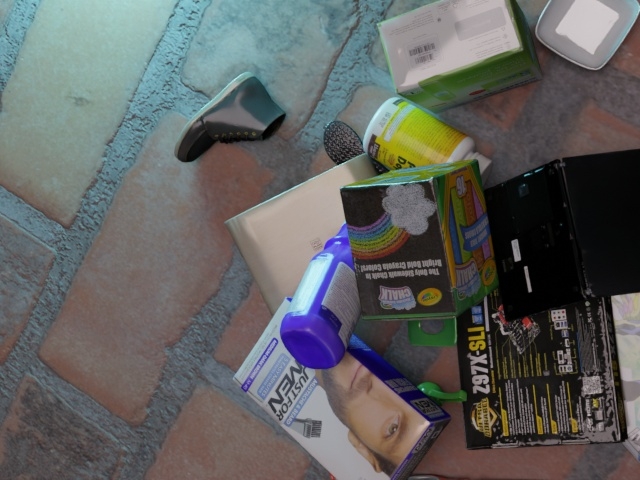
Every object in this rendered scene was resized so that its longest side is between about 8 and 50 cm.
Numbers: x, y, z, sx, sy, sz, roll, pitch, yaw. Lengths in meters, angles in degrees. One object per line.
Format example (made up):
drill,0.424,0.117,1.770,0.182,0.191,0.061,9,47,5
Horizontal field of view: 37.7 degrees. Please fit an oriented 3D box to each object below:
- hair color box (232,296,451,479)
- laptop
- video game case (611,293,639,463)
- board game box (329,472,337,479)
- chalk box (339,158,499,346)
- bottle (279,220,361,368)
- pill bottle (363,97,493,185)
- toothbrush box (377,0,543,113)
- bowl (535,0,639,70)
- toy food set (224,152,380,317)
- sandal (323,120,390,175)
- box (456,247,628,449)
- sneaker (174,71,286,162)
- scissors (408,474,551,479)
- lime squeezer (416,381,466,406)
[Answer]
hair color box,0.031,0.269,1.599,0.339,0.110,0.185,38,103,24
laptop,0.421,-0.007,1.528,0.264,0.137,0.234,-25,67,48
video game case,0.574,0.170,1.562,0.329,0.036,0.300,-43,77,15
board game box,0.025,0.346,1.724,0.043,0.092,0.181,-22,83,17
chalk box,0.170,0.030,1.535,0.180,0.179,0.288,-4,102,34
bottle,0.026,0.076,1.557,0.092,0.282,0.118,-6,132,33
pill bottle,0.191,-0.155,1.648,0.215,0.117,0.117,32,100,16
toothbrush box,0.238,-0.309,1.542,0.206,0.283,0.122,-16,86,18
bowl,0.452,-0.369,1.589,0.142,0.053,0.142,36,101,14
toy food set,0.000,0.000,1.729,0.306,0.092,0.219,-26,93,11
sandal,0.073,-0.148,1.735,0.179,0.040,0.067,45,110,-2
box,0.362,0.183,1.573,0.257,0.079,0.322,-10,77,27
sneaker,-0.177,-0.206,1.792,0.222,0.083,0.118,-44,78,13
scissors,0.268,0.431,1.669,0.297,0.109,0.021,-9,99,-4
lime squeezer,0.175,0.322,1.674,0.310,0.059,0.110,-51,30,38
